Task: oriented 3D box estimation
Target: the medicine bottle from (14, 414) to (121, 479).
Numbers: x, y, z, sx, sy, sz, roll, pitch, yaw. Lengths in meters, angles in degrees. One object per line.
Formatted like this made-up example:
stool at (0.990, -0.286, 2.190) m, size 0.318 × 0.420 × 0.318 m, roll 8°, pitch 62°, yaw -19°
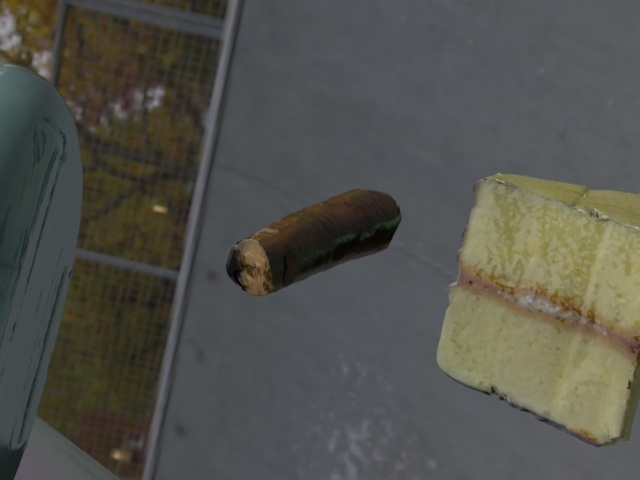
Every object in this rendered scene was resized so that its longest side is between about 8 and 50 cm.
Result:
medicine bottle at (-0.243, 0.212, 0.835) m, size 0.219 × 0.388 × 0.219 m, roll -49°, pitch 10°, yaw 12°

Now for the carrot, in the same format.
carrot at (0.000, 0.000, 1.217) m, size 0.260 × 0.070 × 0.070 m, roll -24°, pitch -48°, yaw -58°

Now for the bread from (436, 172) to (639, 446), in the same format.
bread at (0.260, 0.074, 1.445) m, size 0.198 × 0.236 × 0.263 m, roll -64°, pitch -14°, yaw -75°

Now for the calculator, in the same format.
calculator at (-0.129, 0.031, 0.490) m, size 0.295 × 0.042 × 0.184 m, roll 120°, pitch 164°, yaw -78°
